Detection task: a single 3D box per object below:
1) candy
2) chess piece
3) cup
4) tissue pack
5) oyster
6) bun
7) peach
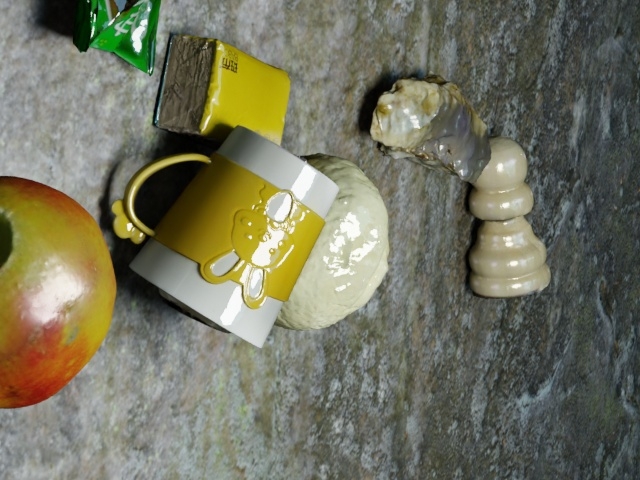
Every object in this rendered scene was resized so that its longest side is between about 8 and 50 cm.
[{"bbox_3d":[-0.222,-0.267,1.723,0.141,0.078,0.203,-71,161,4],"label":"candy"},{"bbox_3d":[0.303,-0.044,2.601,0.143,0.143,0.261,-34,122,-51],"label":"chess piece"},{"bbox_3d":[-0.116,-0.019,1.829,0.241,0.185,0.226,34,87,-22],"label":"cup"},{"bbox_3d":[-0.115,-0.173,1.914,0.169,0.082,0.120,18,81,-59],"label":"tissue pack"},{"bbox_3d":[0.181,-0.165,2.379,0.341,0.110,0.166,40,64,-56],"label":"oyster"},{"bbox_3d":[0.000,0.000,1.989,0.153,0.244,0.244,18,81,-35],"label":"bun"},{"bbox_3d":[-0.308,0.051,1.526,0.231,0.231,0.231,-22,116,-55],"label":"peach"}]
